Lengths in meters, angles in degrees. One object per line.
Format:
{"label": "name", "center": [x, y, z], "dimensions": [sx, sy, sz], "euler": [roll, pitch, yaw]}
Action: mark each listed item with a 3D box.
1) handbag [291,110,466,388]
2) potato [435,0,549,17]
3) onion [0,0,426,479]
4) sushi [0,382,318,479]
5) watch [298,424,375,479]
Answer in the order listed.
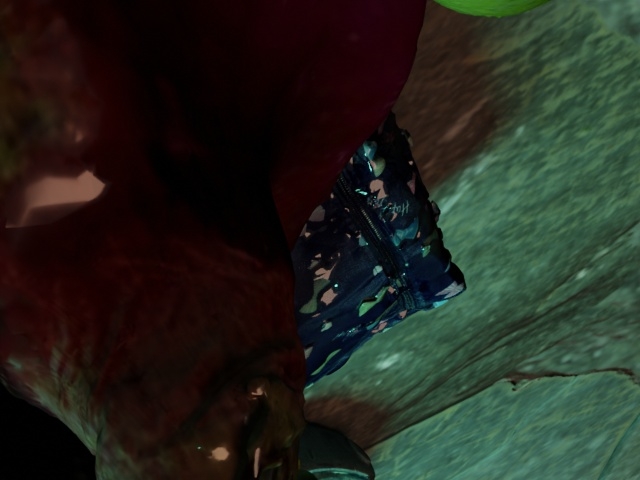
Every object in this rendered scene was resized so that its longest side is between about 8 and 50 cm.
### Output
{"label": "handbag", "center": [0.000, 0.000, 1.231], "dimensions": [0.162, 0.113, 0.260], "euler": [-30, 151, 1]}
{"label": "potato", "center": [0.100, -0.213, 1.023], "dimensions": [0.169, 0.143, 0.248], "euler": [-32, 158, -17]}
{"label": "onion", "center": [-0.111, -0.057, 0.744], "dimensions": [0.398, 0.420, 0.398], "euler": [-19, 136, -20]}
{"label": "sushi", "center": [-0.145, 0.174, 1.119], "dimensions": [0.285, 0.329, 0.328], "euler": [-4, 131, -36]}
{"label": "watch", "center": [-0.059, 0.217, 1.509], "dimensions": [0.193, 0.068, 0.206], "euler": [-46, 152, 7]}
